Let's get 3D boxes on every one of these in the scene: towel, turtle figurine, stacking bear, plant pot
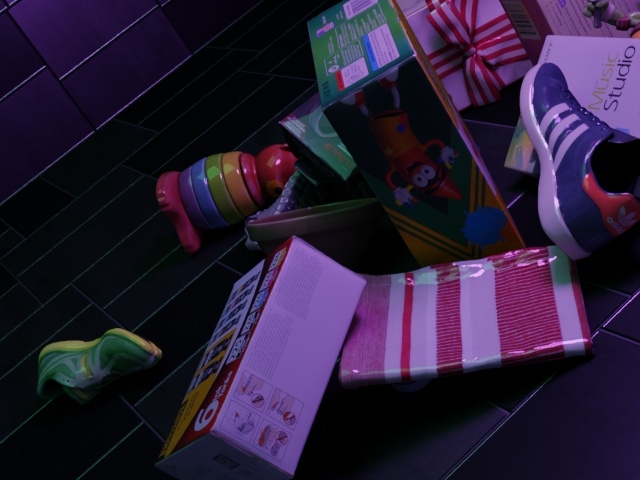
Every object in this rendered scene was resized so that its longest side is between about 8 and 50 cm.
[{"bbox_3d":[0.191,0.099,1.550,0.328,0.037,0.237,-9,31,11],"label":"towel"},{"bbox_3d":[0.499,-0.343,1.851,0.197,0.275,0.266,22,79,25],"label":"turtle figurine"},{"bbox_3d":[-0.173,-0.114,2.382,0.288,0.175,0.164,-18,35,12],"label":"stacking bear"},{"bbox_3d":[0.000,0.000,1.946,0.237,0.110,0.237,-12,5,1],"label":"plant pot"}]

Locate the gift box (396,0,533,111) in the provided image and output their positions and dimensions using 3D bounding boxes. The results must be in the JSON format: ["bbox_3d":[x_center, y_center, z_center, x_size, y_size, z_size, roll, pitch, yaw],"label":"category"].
[{"bbox_3d":[0.288,-0.424,2.243,0.276,0.255,0.258,-32,22,14],"label":"gift box"}]

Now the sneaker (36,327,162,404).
[{"bbox_3d":[-0.408,0.242,2.102,0.295,0.109,0.124,-15,52,34],"label":"sneaker"}]

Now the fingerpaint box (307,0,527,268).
[{"bbox_3d":[0.141,-0.172,1.816,0.163,0.371,0.445,-29,25,11],"label":"fingerpaint box"}]

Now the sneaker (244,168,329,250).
[{"bbox_3d":[-0.082,-0.065,2.252,0.132,0.086,0.229,-11,34,45],"label":"sneaker"}]

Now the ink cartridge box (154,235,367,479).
[{"bbox_3d":[-0.096,0.191,1.579,0.272,0.130,0.310,-38,24,54],"label":"ink cartridge box"}]

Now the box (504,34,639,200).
[{"bbox_3d":[0.424,-0.194,1.744,0.322,0.058,0.232,22,95,63],"label":"box"}]

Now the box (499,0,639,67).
[{"bbox_3d":[0.475,-0.420,2.043,0.243,0.214,0.117,-40,25,-13],"label":"box"}]

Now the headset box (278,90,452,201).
[{"bbox_3d":[0.082,-0.208,2.173,0.293,0.110,0.218,-39,54,-10],"label":"headset box"}]

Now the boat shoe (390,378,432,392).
[{"bbox_3d":[0.097,0.149,1.632,0.065,0.083,0.183,-37,24,-5],"label":"boat shoe"}]

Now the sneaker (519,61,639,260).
[{"bbox_3d":[0.384,-0.137,1.622,0.148,0.131,0.350,-28,46,30],"label":"sneaker"}]
